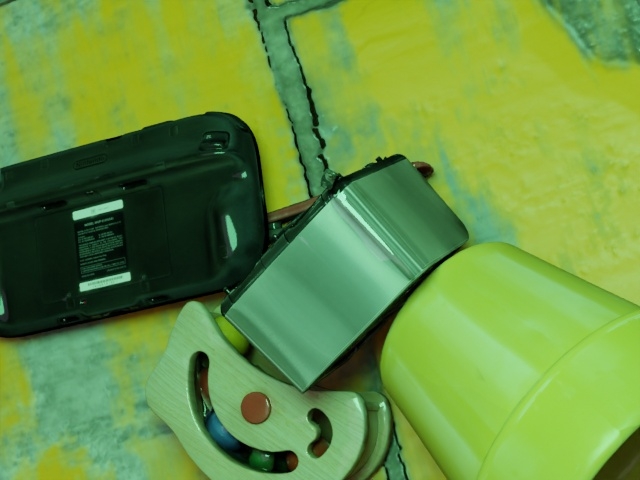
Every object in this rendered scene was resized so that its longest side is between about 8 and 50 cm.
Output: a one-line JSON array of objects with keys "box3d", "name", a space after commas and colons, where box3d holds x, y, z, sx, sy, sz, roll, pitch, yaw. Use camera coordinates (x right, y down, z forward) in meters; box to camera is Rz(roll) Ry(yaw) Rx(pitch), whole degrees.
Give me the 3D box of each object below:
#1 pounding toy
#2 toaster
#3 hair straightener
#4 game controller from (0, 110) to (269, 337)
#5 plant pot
[{"box3d": [-0.042, 0.160, 1.384, 0.154, 0.155, 0.269, -45, 71, 11], "name": "pounding toy"}, {"box3d": [0.019, 0.023, 1.340, 0.110, 0.185, 0.168, 46, 112, 7], "name": "toaster"}, {"box3d": [0.000, 0.000, 1.454, 0.230, 0.047, 0.089, -15, 76, 16], "name": "hair straightener"}, {"box3d": [-0.198, -0.012, 1.504, 0.319, 0.067, 0.167, -13, 84, 22], "name": "game controller"}, {"box3d": [0.182, 0.132, 1.281, 0.239, 0.254, 0.254, 40, 95, 35], "name": "plant pot"}]
